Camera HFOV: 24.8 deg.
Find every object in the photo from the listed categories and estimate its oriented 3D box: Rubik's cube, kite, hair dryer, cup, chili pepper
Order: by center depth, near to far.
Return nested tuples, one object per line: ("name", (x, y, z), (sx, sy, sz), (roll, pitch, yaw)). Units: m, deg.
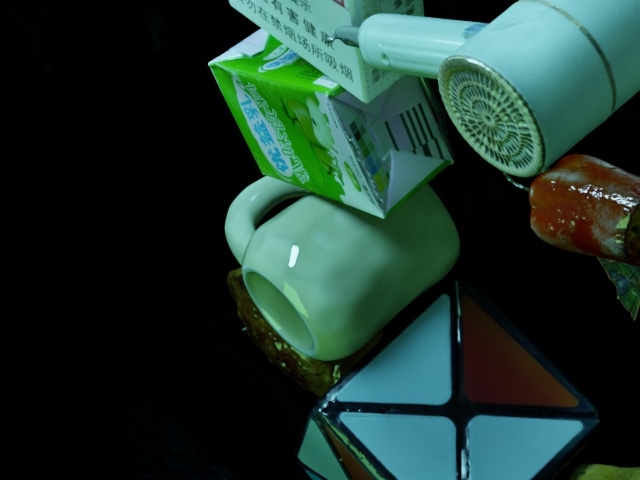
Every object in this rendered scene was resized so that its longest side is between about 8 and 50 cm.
("hair dryer", (0.112, -0.160, 1.149), (0.357, 0.173, 0.108), (21, 143, 55))
("chili pepper", (0.226, -0.033, 1.268), (0.192, 0.084, 0.086), (27, 117, 46))
("kite", (0.259, 0.000, 1.358), (0.190, 0.010, 0.159), (57, 161, -12))
("cup", (0.002, -0.008, 1.633), (0.255, 0.202, 0.173), (45, 160, 19))
("Rubik's cube", (0.141, 0.231, 1.684), (0.250, 0.248, 0.246), (46, 161, 13))

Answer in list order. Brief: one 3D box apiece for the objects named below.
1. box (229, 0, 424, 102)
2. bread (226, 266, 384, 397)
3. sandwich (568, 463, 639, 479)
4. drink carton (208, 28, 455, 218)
("box", (-0.014, -0.306, 1.303), (0.210, 0.095, 0.330), (39, 156, 31))
("bread", (-0.023, 0.119, 2.021), (0.246, 0.135, 0.232), (32, 153, 43))
("sandwich", (0.380, 0.326, 1.544), (0.226, 0.087, 0.251), (42, 162, -8))
("drink carton", (0.012, -0.131, 1.534), (0.271, 0.108, 0.161), (24, 144, 56))
